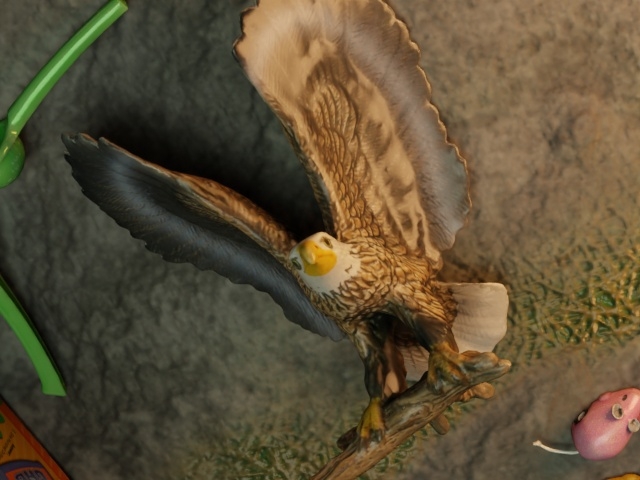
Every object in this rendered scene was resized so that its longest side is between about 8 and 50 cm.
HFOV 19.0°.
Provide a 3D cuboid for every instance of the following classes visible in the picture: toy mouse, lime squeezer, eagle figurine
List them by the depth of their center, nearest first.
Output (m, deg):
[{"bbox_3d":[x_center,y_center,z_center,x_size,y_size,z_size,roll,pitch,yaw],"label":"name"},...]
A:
[{"bbox_3d":[0.000,-0.003,1.280,0.226,0.225,0.298,-27,75,-24],"label":"eagle figurine"},{"bbox_3d":[-0.212,-0.029,1.338,0.110,0.059,0.310,13,113,1],"label":"lime squeezer"},{"bbox_3d":[0.240,0.146,1.375,0.161,0.031,0.143,19,114,-2],"label":"toy mouse"}]

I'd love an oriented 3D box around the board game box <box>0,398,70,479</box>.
[{"bbox_3d":[-0.325,0.368,1.358,0.356,0.356,0.356,-33,106,18],"label":"board game box"}]
